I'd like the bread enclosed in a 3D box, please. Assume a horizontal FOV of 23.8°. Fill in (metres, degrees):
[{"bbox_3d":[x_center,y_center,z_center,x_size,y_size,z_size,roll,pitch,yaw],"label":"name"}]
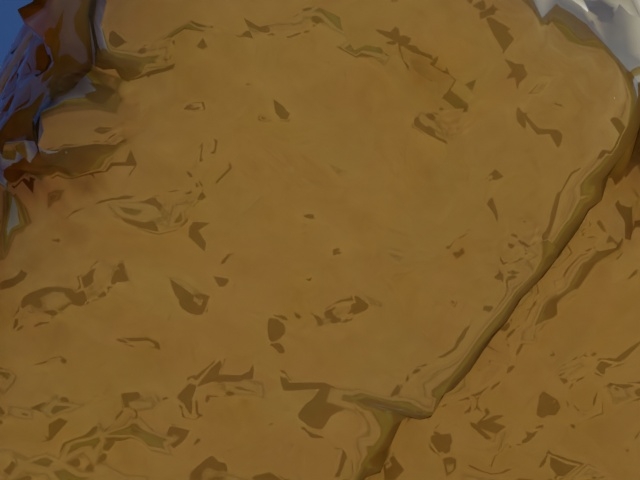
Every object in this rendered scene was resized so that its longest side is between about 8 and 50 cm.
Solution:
[{"bbox_3d":[0.000,0.000,0.555,0.279,0.390,0.371,28,-62,-11],"label":"bread"}]
